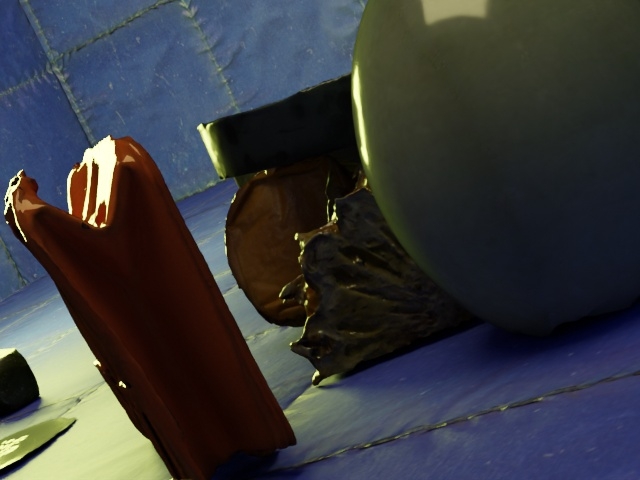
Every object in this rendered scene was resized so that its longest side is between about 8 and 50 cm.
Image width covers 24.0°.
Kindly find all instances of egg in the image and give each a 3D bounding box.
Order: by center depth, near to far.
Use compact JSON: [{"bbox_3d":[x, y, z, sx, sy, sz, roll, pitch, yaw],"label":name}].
[{"bbox_3d":[0.168,-0.100,1.248,0.278,0.336,0.278,-26,2,1],"label":"egg"}]

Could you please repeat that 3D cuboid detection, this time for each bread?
[{"bbox_3d":[0.000,0.001,1.657,0.199,0.199,0.104,-21,-9,31],"label":"bread"}]

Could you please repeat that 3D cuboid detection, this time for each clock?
[{"bbox_3d":[0.039,-0.134,1.515,0.325,0.067,0.325,-17,4,1],"label":"clock"}]

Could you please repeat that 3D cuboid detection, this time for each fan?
[{"bbox_3d":[-0.451,0.296,1.744,0.233,0.012,0.415,-21,6,38],"label":"fan"}]

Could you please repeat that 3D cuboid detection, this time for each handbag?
[{"bbox_3d":[-0.166,0.062,1.336,0.116,0.303,0.410,-29,7,-11],"label":"handbag"}]

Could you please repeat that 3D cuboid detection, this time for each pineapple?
[{"bbox_3d":[0.063,0.030,1.406,0.114,0.186,0.236,-50,-18,-62],"label":"pineapple"}]

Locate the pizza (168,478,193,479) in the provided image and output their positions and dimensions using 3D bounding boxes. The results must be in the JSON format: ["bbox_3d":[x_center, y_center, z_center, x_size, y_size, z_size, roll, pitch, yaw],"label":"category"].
[{"bbox_3d":[-0.149,0.227,1.080,0.197,0.058,0.292,-27,8,-13],"label":"pizza"}]

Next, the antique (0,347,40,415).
[{"bbox_3d":[-0.479,0.206,2.174,0.080,0.081,0.221,-31,9,-28],"label":"antique"}]

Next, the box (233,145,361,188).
[{"bbox_3d":[0.001,-0.122,2.426,0.143,0.184,0.273,-19,11,37],"label":"box"}]
